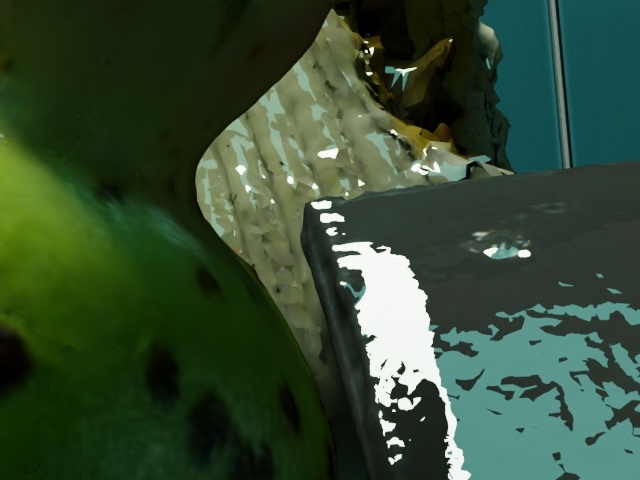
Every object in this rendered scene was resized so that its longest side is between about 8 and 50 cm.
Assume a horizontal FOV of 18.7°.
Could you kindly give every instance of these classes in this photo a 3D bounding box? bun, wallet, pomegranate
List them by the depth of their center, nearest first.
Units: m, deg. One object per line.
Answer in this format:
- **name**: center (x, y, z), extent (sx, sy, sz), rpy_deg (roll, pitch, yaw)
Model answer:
- **wallet**: center (0.084, 0.060, 0.459), extent (0.146, 0.030, 0.285), rpy_deg (-6, 34, -6)
- **pomegranate**: center (-0.104, 0.019, 0.486), extent (0.231, 0.286, 0.231), rpy_deg (11, -11, 2)
- **bun**: center (-0.012, 0.009, 0.710), extent (0.281, 0.281, 0.205), rpy_deg (-4, -28, 23)
